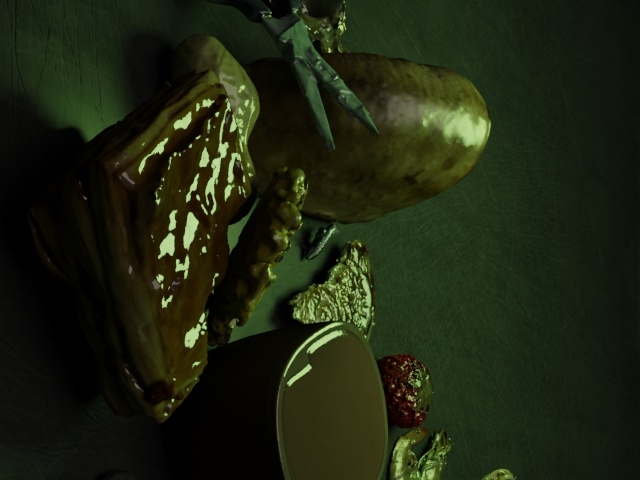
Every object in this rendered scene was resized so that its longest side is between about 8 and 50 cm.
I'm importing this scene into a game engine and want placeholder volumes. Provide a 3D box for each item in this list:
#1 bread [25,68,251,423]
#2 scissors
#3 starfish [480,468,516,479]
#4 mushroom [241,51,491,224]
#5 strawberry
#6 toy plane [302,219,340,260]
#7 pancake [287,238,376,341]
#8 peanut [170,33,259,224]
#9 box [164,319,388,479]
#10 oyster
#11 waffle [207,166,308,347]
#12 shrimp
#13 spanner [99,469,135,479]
[{"bbox_3d":[-0.217,0.001,1.415,0.314,0.192,0.370,-57,148,-53],"label":"bread"},{"bbox_3d":[-0.043,-0.292,1.667,0.256,0.029,0.383,-14,67,-36],"label":"scissors"},{"bbox_3d":[0.299,0.602,2.233,0.375,0.094,0.327,39,63,-57],"label":"starfish"},{"bbox_3d":[0.042,-0.175,1.781,0.397,0.314,0.224,13,70,-51],"label":"mushroom"},{"bbox_3d":[0.154,0.272,2.066,0.145,0.086,0.145,10,78,-58],"label":"strawberry"},{"bbox_3d":[0.000,0.000,1.899,0.031,0.078,0.083,43,70,5],"label":"toy plane"},{"bbox_3d":[0.016,0.114,1.903,0.244,0.057,0.266,18,63,-50],"label":"pancake"},{"bbox_3d":[-0.145,-0.158,1.622,0.125,0.111,0.274,-8,95,-26],"label":"peanut"},{"bbox_3d":[-0.065,0.262,1.590,0.301,0.216,0.301,19,68,-58],"label":"box"},{"bbox_3d":[-0.055,-0.465,1.860,0.204,0.111,0.396,-18,101,-40],"label":"oyster"},{"bbox_3d":[-0.093,0.027,1.551,0.051,0.291,0.291,27,54,-10],"label":"waffle"},{"bbox_3d":[0.187,0.413,2.144,0.133,0.053,0.236,54,42,-8],"label":"shrimp"},{"bbox_3d":[-0.205,0.393,1.522,0.325,0.026,0.093,47,46,-47],"label":"spanner"}]
